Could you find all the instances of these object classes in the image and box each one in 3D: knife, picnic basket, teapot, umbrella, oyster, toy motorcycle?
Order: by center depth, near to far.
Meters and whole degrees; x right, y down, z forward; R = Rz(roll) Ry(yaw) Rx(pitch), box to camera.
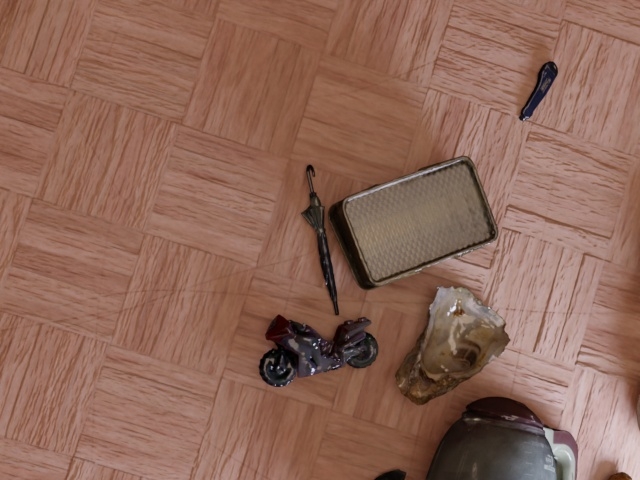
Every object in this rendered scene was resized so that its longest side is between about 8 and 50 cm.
[{"bbox_3d":[0.317,0.429,1.805,0.315,0.233,0.312,20,78,-34],"label":"teapot"},{"bbox_3d":[0.161,-0.030,1.837,0.267,0.139,0.165,-20,89,-7],"label":"picnic basket"},{"bbox_3d":[-0.007,0.175,1.839,0.213,0.082,0.122,-10,98,-15],"label":"toy motorcycle"},{"bbox_3d":[0.215,0.192,1.861,0.161,0.107,0.232,39,65,2],"label":"oyster"},{"bbox_3d":[-0.002,0.000,1.868,0.044,0.044,0.269,-11,87,24],"label":"umbrella"},{"bbox_3d":[0.393,-0.269,1.937,0.031,0.018,0.121,32,84,-11],"label":"knife"}]

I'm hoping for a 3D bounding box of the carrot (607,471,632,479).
[{"bbox_3d":[0.487,0.505,1.892,0.048,0.048,0.216,31,88,-4],"label":"carrot"}]

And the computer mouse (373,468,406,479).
[{"bbox_3d":[0.102,0.452,1.849,0.135,0.047,0.079,-35,85,-18],"label":"computer mouse"}]

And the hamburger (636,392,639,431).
[{"bbox_3d":[0.699,0.322,1.854,0.295,0.151,0.227,32,103,9],"label":"hamburger"}]
